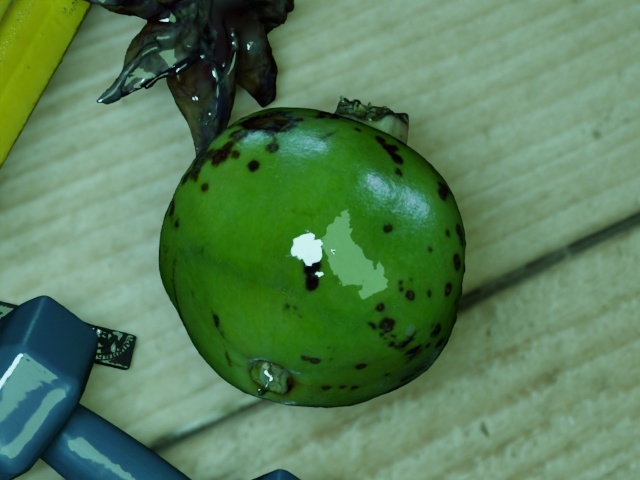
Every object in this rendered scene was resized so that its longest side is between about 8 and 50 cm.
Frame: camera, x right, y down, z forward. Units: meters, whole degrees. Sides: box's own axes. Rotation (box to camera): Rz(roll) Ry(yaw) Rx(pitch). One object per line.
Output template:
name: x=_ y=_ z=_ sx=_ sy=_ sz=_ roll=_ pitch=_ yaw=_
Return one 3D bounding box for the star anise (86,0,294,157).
star anise: x=-0.090 y=-0.198 z=1.538 sx=0.272 sy=0.103 sz=0.271 roll=17 pitch=68 yaw=-50

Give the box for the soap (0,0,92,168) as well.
soap: x=-0.304 y=-0.149 z=1.410 sx=0.204 sy=0.096 sz=0.324 roll=46 pitch=47 yaw=-27

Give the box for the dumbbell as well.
dumbbell: x=-0.145 y=0.188 z=1.481 sx=0.325 sy=0.160 sz=0.144 roll=38 pitch=115 yaw=-16

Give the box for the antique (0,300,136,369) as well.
antique: x=-0.241 y=0.068 z=1.529 sx=0.192 sy=0.015 sz=0.031 roll=15 pitch=79 yaw=-21

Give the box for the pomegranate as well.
pomegranate: x=0.000 y=0.000 z=1.524 sx=0.254 sy=0.254 sz=0.270 roll=24 pitch=71 yaw=-19
